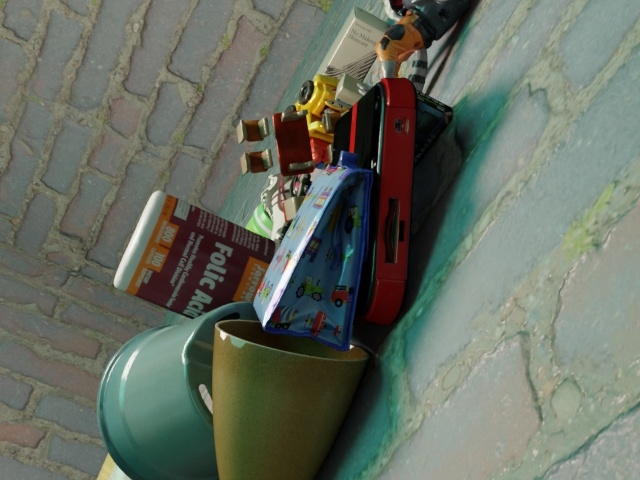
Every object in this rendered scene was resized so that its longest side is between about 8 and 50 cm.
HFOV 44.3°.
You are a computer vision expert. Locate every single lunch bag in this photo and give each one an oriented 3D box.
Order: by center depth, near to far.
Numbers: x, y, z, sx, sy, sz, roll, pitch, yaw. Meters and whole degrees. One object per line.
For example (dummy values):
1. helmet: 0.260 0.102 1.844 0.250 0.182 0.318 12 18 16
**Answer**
1. lunch bag: 0.000 0.000 1.241 0.221 0.138 0.293 -153 79 -80

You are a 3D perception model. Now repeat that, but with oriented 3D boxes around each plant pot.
1. plant pot: -0.066 0.271 1.193 0.237 0.237 0.255 -156 77 -77
2. plant pot: -0.195 0.279 1.444 0.334 0.341 0.341 -33 34 52

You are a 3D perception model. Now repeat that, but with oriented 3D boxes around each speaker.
1. speaker: -0.173 0.022 2.169 0.296 0.131 0.131 -55 17 38

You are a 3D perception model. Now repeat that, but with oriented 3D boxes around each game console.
1. game console: 0.074 -0.053 1.312 0.342 0.060 0.387 154 121 -76

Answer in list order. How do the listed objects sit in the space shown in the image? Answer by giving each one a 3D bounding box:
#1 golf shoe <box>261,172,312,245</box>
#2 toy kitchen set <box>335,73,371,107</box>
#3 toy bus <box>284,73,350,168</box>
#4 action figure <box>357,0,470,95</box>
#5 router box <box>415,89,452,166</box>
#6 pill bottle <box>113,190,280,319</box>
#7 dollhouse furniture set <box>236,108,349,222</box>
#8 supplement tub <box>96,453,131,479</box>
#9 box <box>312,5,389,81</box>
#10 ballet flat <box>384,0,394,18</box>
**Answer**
1. golf shoe: -0.098 -0.073 2.014 0.105 0.120 0.273 81 -163 -44
2. toy kitchen set: 0.057 -0.226 1.728 0.166 0.122 0.207 -53 18 43
3. toy bus: -0.001 -0.288 2.053 0.220 0.149 0.211 -52 32 37
4. action figure: 0.203 -0.413 1.556 0.330 0.178 0.341 -57 -13 8
5. router box: 0.157 -0.197 1.361 0.122 0.092 0.038 -56 16 37
6. pill bottle: -0.212 0.071 1.659 0.224 0.392 0.224 -59 15 27
7. dollhouse furniture set: -0.056 -0.176 1.850 0.135 0.261 0.259 170 92 -76
8. supplement tub: -0.388 0.552 1.821 0.331 0.241 0.241 -68 14 -10
9. box: 0.074 -0.487 2.147 0.275 0.113 0.094 -58 16 33
10. ballet flat: 0.228 -0.761 1.994 0.409 0.147 0.147 -66 13 -1
